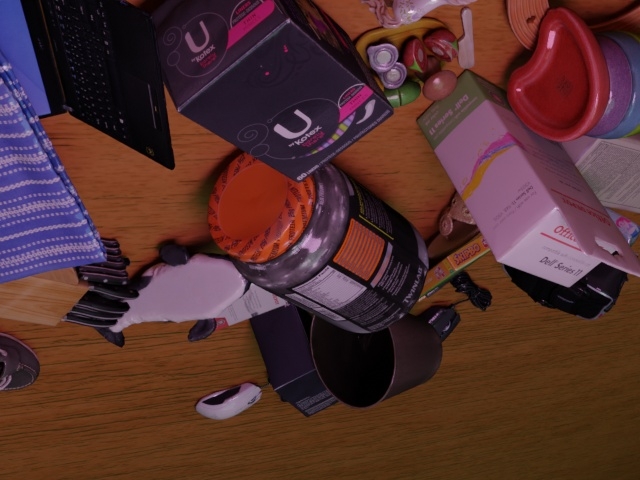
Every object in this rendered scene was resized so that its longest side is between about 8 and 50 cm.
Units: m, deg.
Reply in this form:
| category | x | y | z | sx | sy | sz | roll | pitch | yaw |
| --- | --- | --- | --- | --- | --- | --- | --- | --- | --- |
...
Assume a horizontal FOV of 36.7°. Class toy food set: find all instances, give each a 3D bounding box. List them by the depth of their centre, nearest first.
| category | x | y | z | sx | sy | sz | roll | pitch | yaw |
| --- | --- | --- | --- | --- | --- | --- | --- | --- | --- |
| toy food set | 0.128 | -0.232 | 1.316 | 0.217 | 0.071 | 0.128 | -18 | 145 | -10 |

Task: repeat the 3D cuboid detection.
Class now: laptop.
| category | x | y | z | sx | sy | sz | roll | pitch | yaw |
| --- | --- | --- | --- | --- | --- | --- | --- | --- | --- |
| laptop | -0.313 | -0.175 | 1.069 | 0.137 | 0.264 | 0.234 | -50 | 158 | -31 |

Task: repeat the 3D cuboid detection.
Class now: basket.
| category | x | y | z | sx | sy | sz | roll | pitch | yaw |
| --- | --- | --- | --- | --- | --- | --- | --- | --- | --- |
| basket | 0.109 | 0.190 | 1.670 | 0.154 | 0.205 | 0.226 | -28 | 159 | 25 |

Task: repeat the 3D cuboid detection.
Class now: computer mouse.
| category | x | y | z | sx | sy | sz | roll | pitch | yaw |
| --- | --- | --- | --- | --- | --- | --- | --- | --- | --- |
| computer mouse | -0.150 | 0.315 | 1.901 | 0.192 | 0.042 | 0.106 | -19 | 146 | -8 |
| computer mouse | 0.215 | 0.165 | 1.904 | 0.262 | 0.060 | 0.184 | -32 | 146 | 10 |

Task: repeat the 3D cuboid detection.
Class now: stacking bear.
| category | x | y | z | sx | sy | sz | roll | pitch | yaw |
| --- | --- | --- | --- | --- | --- | --- | --- | --- | --- |
| stacking bear | 0.447 | -0.230 | 1.392 | 0.288 | 0.164 | 0.175 | -8 | 143 | -29 |

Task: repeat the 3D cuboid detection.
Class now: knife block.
| category | x | y | z | sx | sy | sz | roll | pitch | yaw |
| --- | --- | --- | --- | --- | --- | --- | --- | --- | --- |
| knife block | -0.408 | 0.067 | 1.376 | 0.275 | 0.088 | 0.242 | -18 | 144 | -10 |

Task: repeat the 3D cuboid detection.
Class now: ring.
| category | x | y | z | sx | sy | sz | roll | pitch | yaw |
| --- | --- | --- | --- | --- | --- | --- | --- | --- | --- |
| ring | 0.403 | -0.386 | 1.314 | 0.336 | 0.032 | 0.337 | -16 | 144 | -12 |

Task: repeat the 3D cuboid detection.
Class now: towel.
| category | x | y | z | sx | sy | sz | roll | pitch | yaw |
| --- | --- | --- | --- | --- | --- | --- | --- | --- | --- |
| towel | -0.419 | -0.067 | 1.117 | 0.243 | 0.040 | 0.336 | -14 | 132 | 6 |

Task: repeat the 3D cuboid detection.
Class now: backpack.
| category | x | y | z | sx | sy | sz | roll | pitch | yaw |
| --- | --- | --- | --- | --- | --- | --- | --- | --- | --- |
| backpack | 0.437 | 0.029 | 1.708 | 0.191 | 0.225 | 0.253 | -55 | 163 | -15 |

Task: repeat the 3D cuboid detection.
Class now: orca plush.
| category | x | y | z | sx | sy | sz | roll | pitch | yaw |
| --- | --- | --- | --- | --- | --- | --- | --- | --- | --- |
| orca plush | -0.217 | 0.087 | 1.511 | 0.287 | 0.151 | 0.102 | -36 | 179 | 25 |

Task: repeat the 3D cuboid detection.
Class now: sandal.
| category | x | y | z | sx | sy | sz | roll | pitch | yaw |
| --- | --- | --- | --- | --- | --- | --- | --- | --- | --- |
| sandal | 0.264 | -0.067 | 1.633 | 0.240 | 0.088 | 0.079 | -32 | 112 | 11 |

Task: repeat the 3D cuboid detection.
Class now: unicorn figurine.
| category | x | y | z | sx | sy | sz | roll | pitch | yaw |
| --- | --- | --- | --- | --- | --- | --- | --- | --- | --- |
| unicorn figurine | 0.136 | -0.310 | 1.181 | 0.162 | 0.111 | 0.060 | -37 | 143 | 18 |

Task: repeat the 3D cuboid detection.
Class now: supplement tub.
| category | x | y | z | sx | sy | sz | roll | pitch | yaw |
| --- | --- | --- | --- | --- | --- | --- | --- | --- | --- |
| supplement tub | 0.000 | 0.000 | 1.428 | 0.207 | 0.207 | 0.338 | -36 | 143 | 17 |

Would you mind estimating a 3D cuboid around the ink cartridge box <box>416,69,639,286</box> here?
| category | x | y | z | sx | sy | sz | roll | pitch | yaw |
| --- | --- | --- | --- | --- | --- | --- | --- | --- | --- |
| ink cartridge box | 0.304 | -0.062 | 1.398 | 0.207 | 0.354 | 0.119 | 18 | 128 | -44 |

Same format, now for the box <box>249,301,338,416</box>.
| category | x | y | z | sx | sy | sz | roll | pitch | yaw |
| --- | --- | --- | --- | --- | --- | --- | --- | --- | --- |
| box | -0.038 | 0.210 | 1.729 | 0.093 | 0.156 | 0.158 | -28 | 145 | 7 |

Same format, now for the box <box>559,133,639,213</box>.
| category | x | y | z | sx | sy | sz | roll | pitch | yaw |
| --- | --- | --- | --- | --- | --- | --- | --- | --- | --- |
| box | 0.490 | -0.144 | 1.605 | 0.311 | 0.121 | 0.148 | 8 | 134 | -38 |

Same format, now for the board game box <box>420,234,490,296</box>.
| category | x | y | z | sx | sy | sz | roll | pitch | yaw |
| --- | --- | --- | --- | --- | --- | --- | --- | --- | --- |
| board game box | 0.221 | 0.054 | 1.692 | 0.124 | 0.039 | 0.259 | -29 | 169 | -26 |

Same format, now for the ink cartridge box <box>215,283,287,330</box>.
| category | x | y | z | sx | sy | sz | roll | pitch | yaw |
| --- | --- | --- | --- | --- | --- | --- | --- | --- | --- |
| ink cartridge box | -0.133 | 0.084 | 1.592 | 0.135 | 0.056 | 0.099 | -20 | 146 | -5 |

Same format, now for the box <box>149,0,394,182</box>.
| category | x | y | z | sx | sy | sz | roll | pitch | yaw |
| --- | --- | --- | --- | --- | --- | --- | --- | --- | --- |
| box | -0.057 | -0.203 | 1.153 | 0.165 | 0.143 | 0.270 | -37 | 151 | 17 |

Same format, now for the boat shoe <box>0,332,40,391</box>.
| category | x | y | z | sx | sy | sz | roll | pitch | yaw |
| --- | --- | --- | --- | --- | --- | --- | --- | --- | --- |
| boat shoe | -0.539 | 0.179 | 1.440 | 0.112 | 0.096 | 0.335 | -30 | 145 | 9 |
